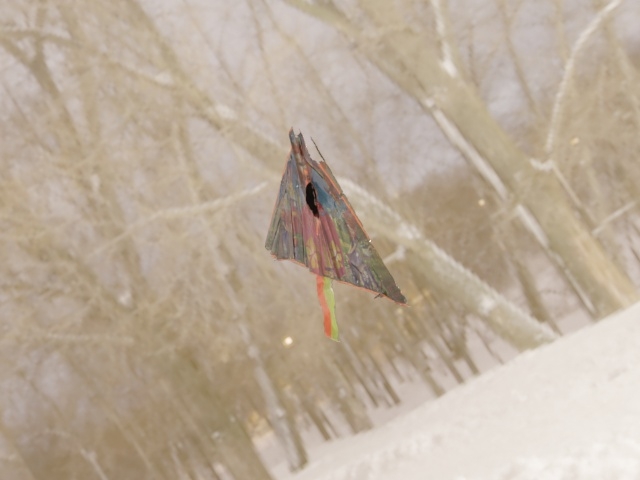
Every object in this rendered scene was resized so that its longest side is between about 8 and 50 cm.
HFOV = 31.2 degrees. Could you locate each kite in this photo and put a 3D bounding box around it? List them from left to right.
[{"bbox_3d":[0.000,0.000,0.911,0.014,0.183,0.241,-19,22,-26],"label":"kite"}]
